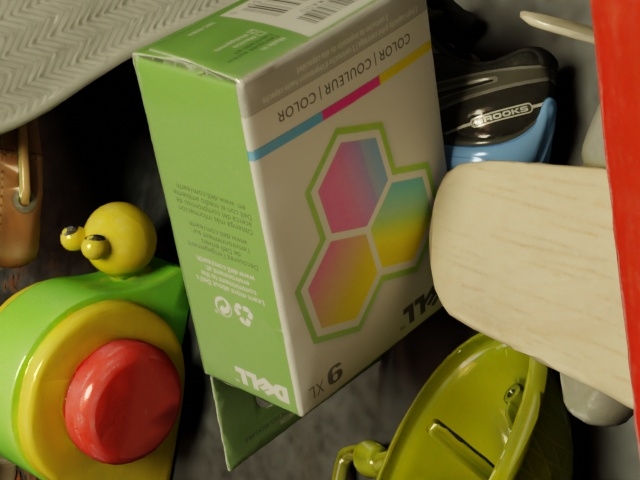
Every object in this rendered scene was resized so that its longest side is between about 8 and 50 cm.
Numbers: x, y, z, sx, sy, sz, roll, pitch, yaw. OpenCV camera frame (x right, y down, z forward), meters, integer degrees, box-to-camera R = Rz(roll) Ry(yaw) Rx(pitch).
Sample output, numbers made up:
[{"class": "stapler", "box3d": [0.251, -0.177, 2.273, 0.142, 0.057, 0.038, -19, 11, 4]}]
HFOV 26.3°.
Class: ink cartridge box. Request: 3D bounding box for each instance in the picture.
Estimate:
[{"class": "ink cartridge box", "box3d": [0.000, 0.000, 0.578, 0.062, 0.109, 0.209, 19, 130, 39]}]

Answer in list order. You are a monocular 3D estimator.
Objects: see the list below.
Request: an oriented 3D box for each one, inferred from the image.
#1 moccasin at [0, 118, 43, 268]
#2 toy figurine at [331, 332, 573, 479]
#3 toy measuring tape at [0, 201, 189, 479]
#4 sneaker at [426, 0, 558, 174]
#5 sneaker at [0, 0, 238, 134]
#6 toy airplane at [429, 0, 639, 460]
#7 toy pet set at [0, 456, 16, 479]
[{"class": "moccasin", "box3d": [-0.202, -0.158, 0.830, 0.139, 0.146, 0.380, 126, 147, -48]}, {"class": "toy figurine", "box3d": [0.077, 0.237, 0.539, 0.191, 0.217, 0.363, -51, 10, 48]}, {"class": "toy measuring tape", "box3d": [-0.148, 0.139, 0.775, 0.121, 0.121, 0.330, 18, 101, 44]}, {"class": "sneaker", "box3d": [0.034, -0.081, 0.643, 0.188, 0.067, 0.078, 22, 98, 38]}, {"class": "sneaker", "box3d": [-0.163, -0.156, 0.724, 0.108, 0.292, 0.169, 76, 170, -45]}, {"class": "toy airplane", "box3d": [0.174, 0.011, 0.358, 0.386, 0.272, 0.384, 61, 150, 32]}, {"class": "toy pet set", "box3d": [-0.235, 0.192, 0.893, 0.122, 0.065, 0.114, 11, 96, 45]}]
